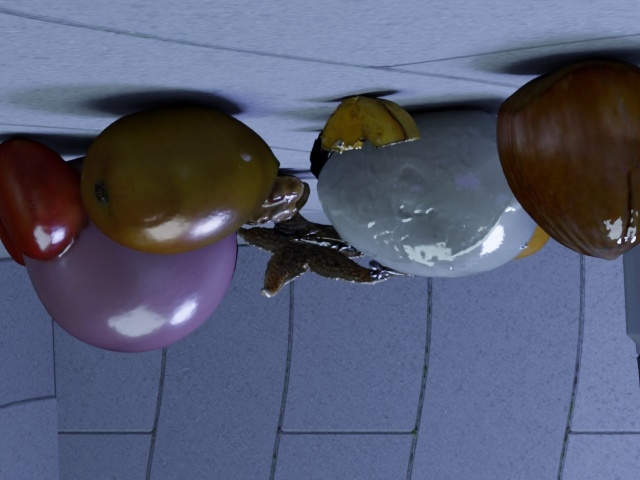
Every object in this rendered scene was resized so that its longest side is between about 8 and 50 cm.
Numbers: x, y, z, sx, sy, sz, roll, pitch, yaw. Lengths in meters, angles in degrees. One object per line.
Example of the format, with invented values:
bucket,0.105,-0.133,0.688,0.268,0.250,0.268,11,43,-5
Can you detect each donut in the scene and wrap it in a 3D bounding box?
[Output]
donut,0.042,-0.090,1.293,0.038,0.067,0.083,-25,161,-47

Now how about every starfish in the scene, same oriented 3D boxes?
starfish,0.000,0.005,2.051,0.231,0.048,0.295,9,-154,-4

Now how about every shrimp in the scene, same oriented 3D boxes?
shrimp,0.037,0.014,1.919,0.195,0.035,0.148,13,-165,-5

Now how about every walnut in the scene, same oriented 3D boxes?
walnut,-0.100,-0.052,1.968,0.170,0.069,0.143,0,180,10

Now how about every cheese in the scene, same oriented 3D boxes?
cheese,0.116,-0.042,1.439,0.198,0.154,0.189,-4,-177,22

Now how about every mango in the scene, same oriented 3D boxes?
mango,-0.117,-0.053,1.300,0.151,0.120,0.221,-4,-175,10

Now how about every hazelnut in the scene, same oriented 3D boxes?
hazelnut,0.200,-0.061,1.159,0.150,0.150,0.150,-3,178,0

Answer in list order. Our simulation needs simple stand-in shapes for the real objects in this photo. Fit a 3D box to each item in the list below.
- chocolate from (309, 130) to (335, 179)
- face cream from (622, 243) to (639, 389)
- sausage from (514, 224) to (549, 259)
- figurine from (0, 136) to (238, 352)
chocolate,0.054,-0.087,1.561,0.072,0.070,0.147,-17,180,36
face cream,0.304,0.026,1.325,0.092,0.311,0.092,-2,177,0
sausage,0.179,-0.034,1.975,0.354,0.116,0.134,0,134,-52
figurine,-0.209,0.009,1.576,0.261,0.211,0.269,-2,178,-17
